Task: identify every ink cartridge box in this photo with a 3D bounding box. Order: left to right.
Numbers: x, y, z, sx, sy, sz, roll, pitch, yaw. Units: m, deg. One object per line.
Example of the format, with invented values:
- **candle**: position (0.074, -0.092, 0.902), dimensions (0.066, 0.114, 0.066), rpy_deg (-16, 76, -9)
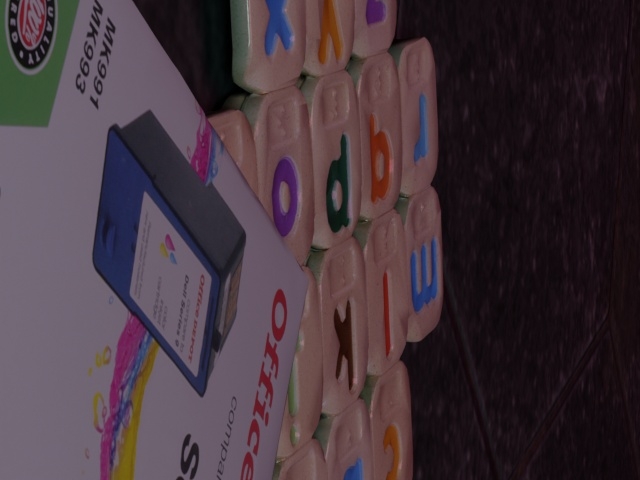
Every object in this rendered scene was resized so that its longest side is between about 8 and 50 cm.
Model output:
- **ink cartridge box**: position (-0.084, 0.026, 0.414), dimensions (0.212, 0.093, 0.154), rpy_deg (62, 34, -57)

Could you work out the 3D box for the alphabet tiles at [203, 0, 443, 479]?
- **alphabet tiles**: position (0.000, 0.000, 0.746), dimensions (0.284, 0.021, 0.278), rpy_deg (-32, 121, -67)
